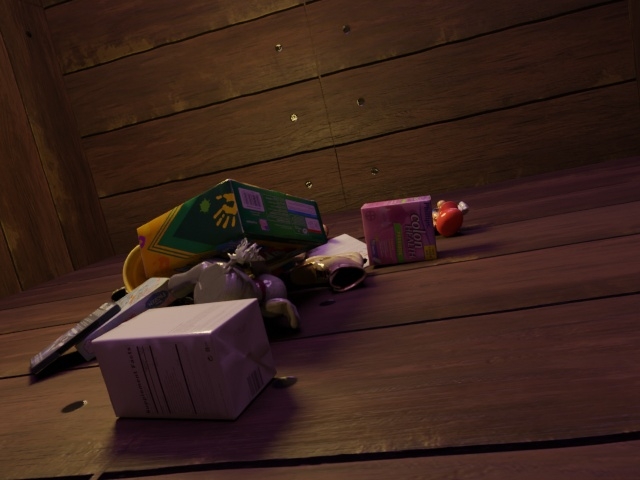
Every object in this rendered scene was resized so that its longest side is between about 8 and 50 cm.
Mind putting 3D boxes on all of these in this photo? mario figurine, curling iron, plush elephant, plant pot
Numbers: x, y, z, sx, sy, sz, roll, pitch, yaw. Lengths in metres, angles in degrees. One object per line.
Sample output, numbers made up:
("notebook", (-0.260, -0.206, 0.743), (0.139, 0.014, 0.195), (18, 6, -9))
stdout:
("mario figurine", (0.497, -0.115, 2.115), (0.198, 0.170, 0.320), (-50, 11, -11))
("curling iron", (-0.229, 0.171, 1.760), (0.274, 0.035, 0.068), (-14, 46, 15))
("plush elephant", (-0.204, 0.154, 1.299), (0.330, 0.255, 0.271), (-42, 47, 15))
("plant pot", (-0.608, 0.134, 1.942), (0.254, 0.253, 0.239), (-13, -7, -4))

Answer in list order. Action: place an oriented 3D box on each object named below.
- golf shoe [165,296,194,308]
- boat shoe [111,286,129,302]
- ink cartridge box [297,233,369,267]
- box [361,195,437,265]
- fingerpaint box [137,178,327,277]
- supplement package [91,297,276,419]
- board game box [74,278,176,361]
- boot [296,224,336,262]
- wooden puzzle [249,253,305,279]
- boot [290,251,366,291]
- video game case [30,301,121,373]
("golf shoe", (-0.523, 0.236, 1.658), (0.198, 0.077, 0.094), (-18, 10, -36))
("boat shoe", (-0.789, 0.226, 2.074), (0.228, 0.081, 0.069), (-15, 9, 34))
("ink cartridge box", (0.089, 0.072, 1.905), (0.239, 0.060, 0.275), (28, 34, 36))
("box", (0.283, -0.035, 1.771), (0.243, 0.213, 0.117), (-6, 11, 12))
("fingerpaint box", (-0.253, -0.009, 1.519), (0.371, 0.163, 0.445), (-23, -15, 26))
("supplement package", (-0.270, 0.238, 1.001), (0.293, 0.175, 0.177), (-8, 12, 24))
("board game box", (-0.592, 0.213, 1.575), (0.318, 0.065, 0.319), (-36, 14, -7))
("boot", (0.000, 0.000, 2.092), (0.207, 0.090, 0.248), (-18, -23, -49))
("wooden puzzle", (-0.190, 0.061, 1.900), (0.348, 0.080, 0.322), (-23, 25, 19))
("boot", (0.022, 0.114, 1.641), (0.262, 0.095, 0.203), (-11, 12, 3))
("video game case", (-0.732, 0.280, 1.476), (0.274, 0.026, 0.196), (-42, 17, -26))
